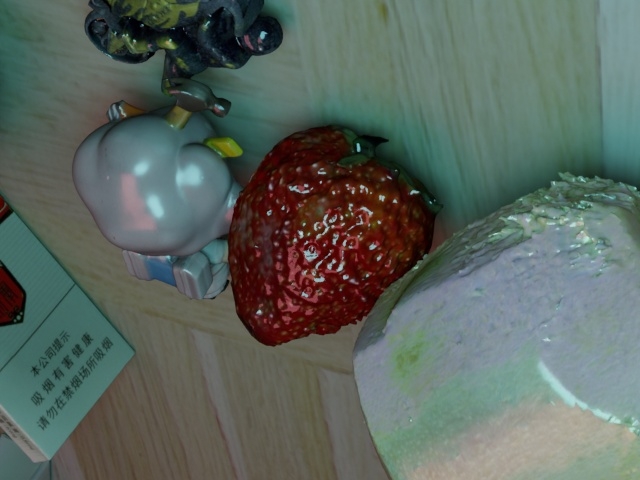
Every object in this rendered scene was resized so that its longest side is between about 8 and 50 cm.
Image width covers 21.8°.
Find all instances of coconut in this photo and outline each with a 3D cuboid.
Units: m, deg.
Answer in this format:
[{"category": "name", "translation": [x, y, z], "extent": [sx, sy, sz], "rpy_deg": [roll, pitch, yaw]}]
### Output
[{"category": "coconut", "translation": [0.139, 0.089, 1.036], "extent": [0.245, 0.233, 0.233], "rpy_deg": [-32, 109, 30]}]

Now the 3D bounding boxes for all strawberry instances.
[{"category": "strawberry", "translation": [-0.001, -0.005, 1.116], "extent": [0.131, 0.148, 0.131], "rpy_deg": [49, 168, 14]}]

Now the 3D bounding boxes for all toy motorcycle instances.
[{"category": "toy motorcycle", "translation": [-0.086, -0.152, 1.098], "extent": [0.124, 0.061, 0.193], "rpy_deg": [29, 150, -8]}]

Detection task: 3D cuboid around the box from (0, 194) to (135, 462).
[{"category": "box", "translation": [-0.275, 0.056, 1.405], "extent": [0.035, 0.139, 0.245], "rpy_deg": [-13, 120, 47]}]

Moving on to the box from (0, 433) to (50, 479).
[{"category": "box", "translation": [-0.359, 0.382, 1.768], "extent": [0.065, 0.200, 0.343], "rpy_deg": [23, 141, 12]}]

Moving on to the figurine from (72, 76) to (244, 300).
[{"category": "figurine", "translation": [-0.113, -0.027, 1.200], "extent": [0.137, 0.112, 0.229], "rpy_deg": [28, 155, 22]}]
